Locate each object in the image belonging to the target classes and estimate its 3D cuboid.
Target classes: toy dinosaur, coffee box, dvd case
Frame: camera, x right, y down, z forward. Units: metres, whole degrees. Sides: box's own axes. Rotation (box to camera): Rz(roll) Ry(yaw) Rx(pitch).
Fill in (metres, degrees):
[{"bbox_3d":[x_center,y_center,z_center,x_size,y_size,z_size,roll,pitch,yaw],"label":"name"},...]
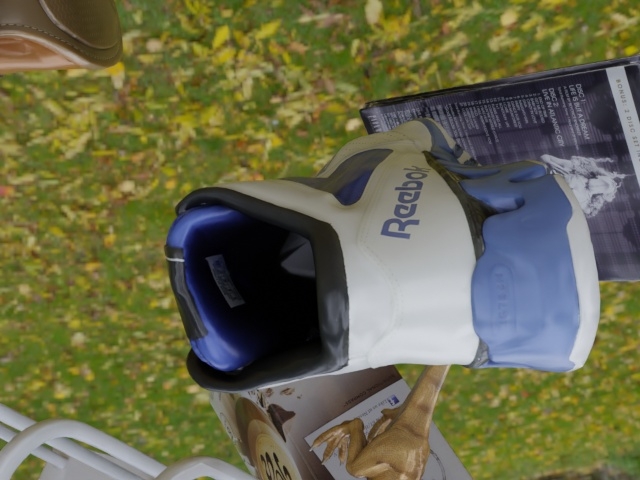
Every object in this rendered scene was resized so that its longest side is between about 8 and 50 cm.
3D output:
[{"bbox_3d":[0.051,0.129,0.619,0.064,0.212,0.112,22,178,-23],"label":"toy dinosaur"},{"bbox_3d":[0.021,0.195,0.855,0.118,0.297,0.168,-22,149,-23],"label":"coffee box"},{"bbox_3d":[0.147,-0.040,0.711,0.221,0.018,0.165,-3,121,40],"label":"dvd case"}]

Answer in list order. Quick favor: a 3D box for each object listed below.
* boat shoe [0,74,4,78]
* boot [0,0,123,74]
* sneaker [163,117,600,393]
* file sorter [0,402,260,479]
[{"bbox_3d":[-0.454,-0.274,1.382,0.152,0.049,0.056,-41,159,14],"label":"boat shoe"},{"bbox_3d":[-0.301,-0.152,0.767,0.220,0.109,0.283,-14,-169,22],"label":"boot"},{"bbox_3d":[0.000,0.000,0.555,0.182,0.128,0.315,-5,-171,-13],"label":"sneaker"},{"bbox_3d":[-0.086,0.167,0.358,0.277,0.193,0.173,6,154,33],"label":"file sorter"}]
